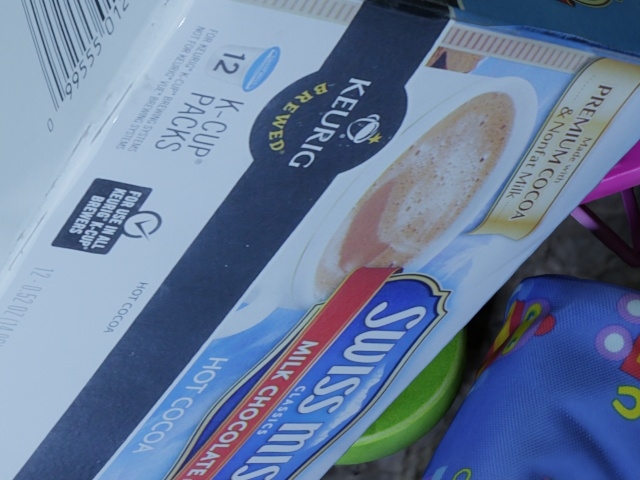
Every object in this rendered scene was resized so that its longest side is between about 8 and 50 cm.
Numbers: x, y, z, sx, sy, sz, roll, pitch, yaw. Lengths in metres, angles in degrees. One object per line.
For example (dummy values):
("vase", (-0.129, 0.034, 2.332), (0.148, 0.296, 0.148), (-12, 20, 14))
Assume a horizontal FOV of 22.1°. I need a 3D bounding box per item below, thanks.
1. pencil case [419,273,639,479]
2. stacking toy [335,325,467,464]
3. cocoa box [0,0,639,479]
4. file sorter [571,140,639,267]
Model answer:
("pencil case", (0.083, 0.158, 0.692), (0.119, 0.133, 0.306), (-22, 32, 57))
("stacking toy", (0.032, 0.164, 0.857), (0.309, 0.130, 0.279), (23, 62, 28))
("cocoa box", (-0.062, -0.052, 0.701), (0.347, 0.228, 0.231), (-51, 46, 36))
("file sorter", (0.234, -0.128, 0.753), (0.291, 0.182, 0.202), (-20, 67, 21))
